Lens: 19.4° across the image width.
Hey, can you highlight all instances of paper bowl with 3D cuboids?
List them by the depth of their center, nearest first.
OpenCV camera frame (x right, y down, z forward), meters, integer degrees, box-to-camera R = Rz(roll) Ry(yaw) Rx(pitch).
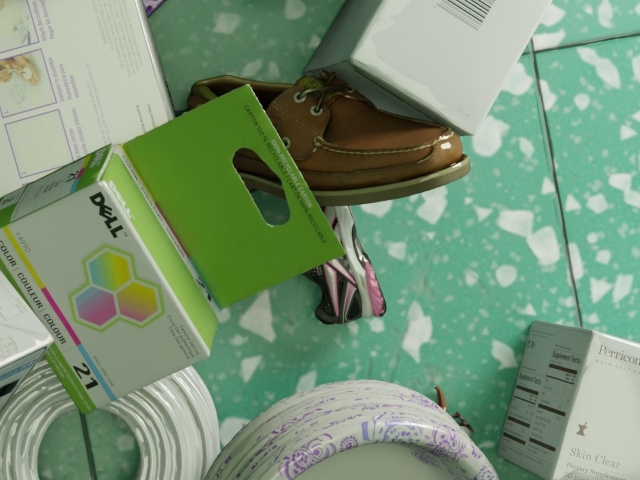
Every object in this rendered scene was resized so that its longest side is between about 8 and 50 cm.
[{"bbox_3d":[0.019,0.261,1.732,0.284,0.148,0.284,-8,114,-19],"label":"paper bowl"}]

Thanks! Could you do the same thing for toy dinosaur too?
[{"bbox_3d":[0.113,0.204,1.839,0.082,0.047,0.090,-39,63,2],"label":"toy dinosaur"}]

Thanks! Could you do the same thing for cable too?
[{"bbox_3d":[-0.219,0.198,1.747,0.257,0.089,0.257,-43,97,-6],"label":"cable"}]

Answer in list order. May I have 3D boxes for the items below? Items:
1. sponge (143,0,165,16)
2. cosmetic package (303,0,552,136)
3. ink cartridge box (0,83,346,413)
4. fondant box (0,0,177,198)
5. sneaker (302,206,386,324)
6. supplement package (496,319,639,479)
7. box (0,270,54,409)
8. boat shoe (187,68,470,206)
[{"bbox_3d":[-0.187,-0.269,1.775,0.117,0.031,0.210,45,84,-7],"label":"sponge"},{"bbox_3d":[0.113,-0.220,1.728,0.138,0.225,0.224,31,86,-12],"label":"cosmetic package"},{"bbox_3d":[-0.135,0.006,1.606,0.255,0.097,0.189,-25,109,15],"label":"ink cartridge box"},{"bbox_3d":[-0.300,-0.104,1.706,0.330,0.096,0.238,-16,93,-1],"label":"fondant box"},{"bbox_3d":[0.000,0.000,1.793,0.077,0.072,0.178,-20,89,1],"label":"sneaker"},{"bbox_3d":[0.330,0.181,1.780,0.262,0.204,0.145,15,88,-9],"label":"supplement package"},{"bbox_3d":[-0.365,0.116,1.614,0.169,0.290,0.087,51,42,9],"label":"box"},{"bbox_3d":[-0.008,-0.097,1.680,0.111,0.307,0.104,-28,114,-49],"label":"boat shoe"}]
